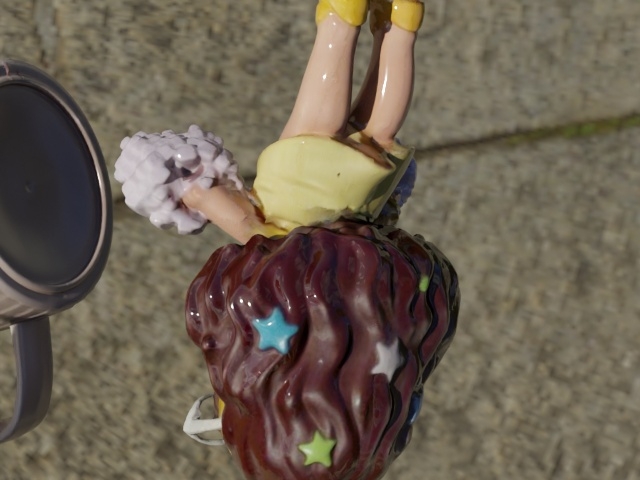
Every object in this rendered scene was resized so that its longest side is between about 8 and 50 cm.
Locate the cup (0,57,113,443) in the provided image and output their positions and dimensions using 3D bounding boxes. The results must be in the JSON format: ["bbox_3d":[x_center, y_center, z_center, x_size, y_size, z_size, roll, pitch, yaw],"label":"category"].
[{"bbox_3d":[-0.326,0.013,1.403,0.208,0.273,0.288,29,53,-53],"label":"cup"}]

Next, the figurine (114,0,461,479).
[{"bbox_3d":[0.000,0.002,0.843,0.174,0.115,0.240,1,93,-38],"label":"figurine"}]
